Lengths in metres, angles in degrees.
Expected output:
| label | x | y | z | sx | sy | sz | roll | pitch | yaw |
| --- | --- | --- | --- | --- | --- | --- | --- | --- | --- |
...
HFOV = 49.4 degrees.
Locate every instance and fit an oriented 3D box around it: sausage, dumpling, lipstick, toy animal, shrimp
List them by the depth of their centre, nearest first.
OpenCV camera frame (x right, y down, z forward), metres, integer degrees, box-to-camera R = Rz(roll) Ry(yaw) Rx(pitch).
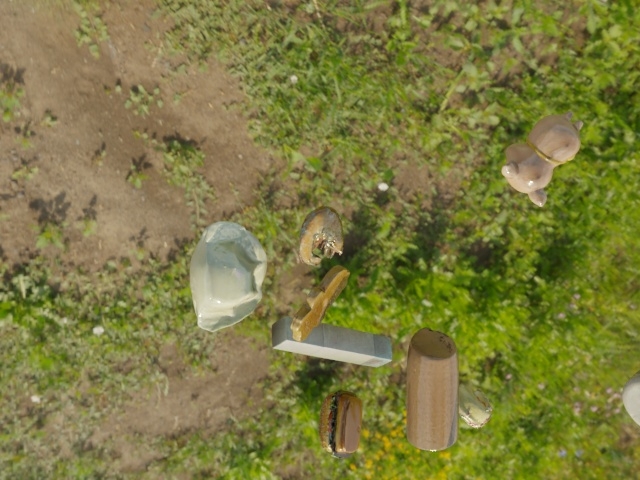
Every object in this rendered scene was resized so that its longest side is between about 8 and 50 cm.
| label | x | y | z | sx | sy | sz | roll | pitch | yaw |
| --- | --- | --- | --- | --- | --- | --- | --- | --- | --- |
| dumpling | -0.197 | 0.073 | 1.534 | 0.179 | 0.131 | 0.252 | -7 | 107 | -27 |
| shrimp | -0.002 | -0.003 | 1.551 | 0.132 | 0.051 | 0.187 | -44 | 143 | -9 |
| sausage | 0.255 | 0.337 | 1.586 | 0.123 | 0.123 | 0.253 | -8 | 103 | -21 |
| toy animal | 0.606 | -0.238 | 1.882 | 0.165 | 0.149 | 0.248 | 37 | 97 | -5 |
| lipstick | 0.037 | 0.288 | 1.959 | 0.371 | 0.076 | 0.079 | 16 | 147 | -32 |

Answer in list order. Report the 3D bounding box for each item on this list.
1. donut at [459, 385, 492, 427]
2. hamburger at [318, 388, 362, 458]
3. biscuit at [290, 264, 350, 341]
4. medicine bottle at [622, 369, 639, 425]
| label | x | y | z | sx | sy | sz | roll | pitch | yaw |
| --- | --- | --- | --- | --- | --- | --- | --- | --- | --- |
| donut | 0.403 | 0.435 | 1.832 | 0.065 | 0.108 | 0.166 | -40 | 142 | 15 |
| hamburger | 0.049 | 0.459 | 1.741 | 0.087 | 0.166 | 0.137 | -3 | 159 | 29 |
| biscuit | -0.001 | 0.145 | 1.711 | 0.226 | 0.036 | 0.166 | -52 | 158 | -21 |
| medicine bottle | 0.595 | 0.232 | 1.153 | 0.191 | 0.107 | 0.107 | -25 | 135 | -34 |
